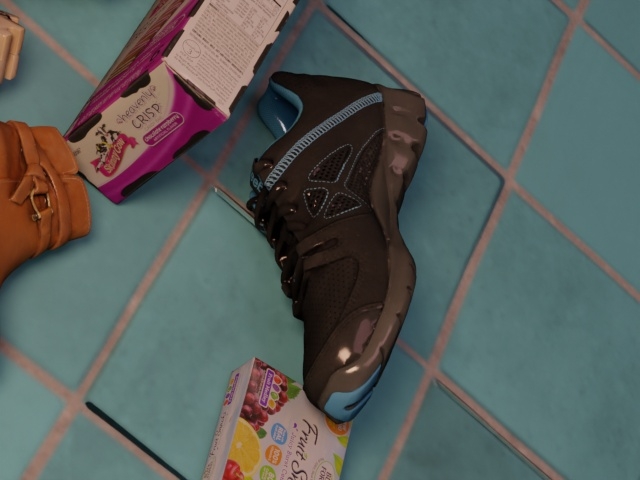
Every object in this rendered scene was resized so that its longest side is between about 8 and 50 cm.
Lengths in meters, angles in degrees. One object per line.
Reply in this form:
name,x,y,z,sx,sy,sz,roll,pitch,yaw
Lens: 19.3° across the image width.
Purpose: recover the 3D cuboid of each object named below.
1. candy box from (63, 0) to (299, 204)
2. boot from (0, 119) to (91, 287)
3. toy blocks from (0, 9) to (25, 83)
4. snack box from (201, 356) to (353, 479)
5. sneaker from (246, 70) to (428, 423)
candy box,-0.097,-0.154,1.471,0.071,0.159,0.233,42,46,-15
boot,-0.222,0.002,1.344,0.152,0.073,0.197,-4,83,-55
toy blocks,-0.293,-0.310,1.392,0.260,0.309,0.288,26,30,15
snack box,-0.035,0.173,1.423,0.100,0.037,0.141,34,49,-23
sneaker,0.000,0.000,1.504,0.139,0.125,0.341,16,44,-11
